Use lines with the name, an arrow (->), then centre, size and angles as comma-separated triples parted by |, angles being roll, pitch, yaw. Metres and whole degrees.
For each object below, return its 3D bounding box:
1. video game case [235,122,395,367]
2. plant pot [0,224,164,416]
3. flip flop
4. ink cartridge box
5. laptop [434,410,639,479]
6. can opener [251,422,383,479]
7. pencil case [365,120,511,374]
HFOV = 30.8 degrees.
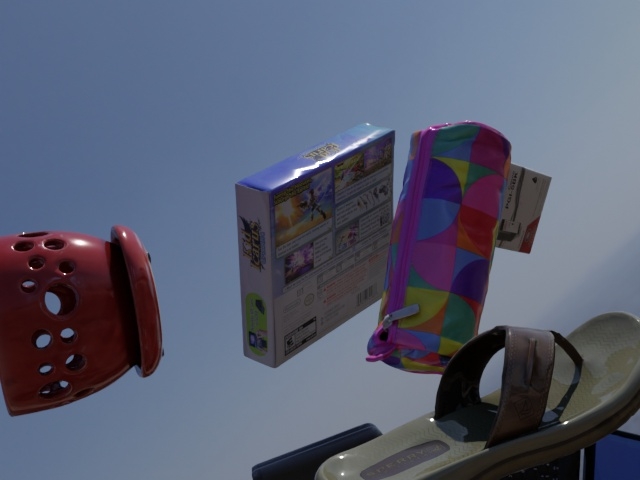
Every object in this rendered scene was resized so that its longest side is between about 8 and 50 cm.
video game case -> 0.000, 0.000, 1.522 | 0.269, 0.061, 0.244 | -29, -52, -46
plant pot -> -0.266, 0.080, 1.244 | 0.174, 0.191, 0.191 | -10, -20, -17
flip flop -> 0.115, 0.105, 0.788 | 0.277, 0.080, 0.112 | -21, 13, -21
ink cartridge box -> 0.202, -0.042, 1.332 | 0.135, 0.056, 0.099 | 9, -82, -54
laptop -> 0.238, 0.313, 1.236 | 0.136, 0.264, 0.234 | 11, -97, -78
can opener -> -0.050, 0.296, 1.365 | 0.280, 0.093, 0.074 | -25, 1, -5
pencil case -> 0.108, 0.009, 1.049 | 0.104, 0.104, 0.236 | 106, 176, -73
